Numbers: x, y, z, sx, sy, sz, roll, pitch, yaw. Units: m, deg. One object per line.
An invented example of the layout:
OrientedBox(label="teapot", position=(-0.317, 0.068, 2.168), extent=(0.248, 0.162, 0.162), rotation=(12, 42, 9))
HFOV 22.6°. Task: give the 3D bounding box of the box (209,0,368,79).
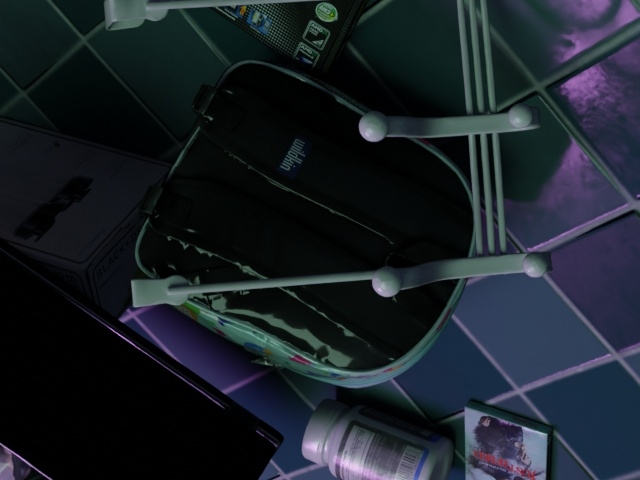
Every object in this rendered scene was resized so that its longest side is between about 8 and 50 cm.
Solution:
OrientedBox(label="box", position=(-0.040, -0.243, 1.255), extent=(0.190, 0.045, 0.184), rotation=(34, 143, 3))

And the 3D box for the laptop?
OrientedBox(label="laptop", position=(-0.258, 0.167, 1.398), extent=(0.382, 0.236, 0.408), rotation=(35, 143, 2))

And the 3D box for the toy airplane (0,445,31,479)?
OrientedBox(label="toy airplane", position=(-0.501, 0.259, 1.805), extent=(0.272, 0.386, 0.384), rotation=(27, 141, 31))

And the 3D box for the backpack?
OrientedBox(label="backpack", position=(0.000, 0.000, 1.315), extent=(0.253, 0.225, 0.191), rotation=(25, 169, 11))

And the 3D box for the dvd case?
OrientedBox(label="dvd case", position=(0.181, 0.211, 1.546), extent=(0.087, 0.013, 0.119), rotation=(17, 137, 23))

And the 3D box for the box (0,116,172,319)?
OrientedBox(label="box", position=(-0.289, -0.025, 1.548), extent=(0.290, 0.169, 0.087), rotation=(15, 135, 24))

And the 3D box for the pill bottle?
OrientedBox(label="pill bottle", position=(0.056, 0.210, 1.586), extent=(0.137, 0.078, 0.078), rotation=(20, 137, 21))

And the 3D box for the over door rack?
OrientedBox(label="over door rack", position=(-0.001, -0.076, 1.169), extent=(0.324, 0.108, 0.240), rotation=(-5, 89, 7))
